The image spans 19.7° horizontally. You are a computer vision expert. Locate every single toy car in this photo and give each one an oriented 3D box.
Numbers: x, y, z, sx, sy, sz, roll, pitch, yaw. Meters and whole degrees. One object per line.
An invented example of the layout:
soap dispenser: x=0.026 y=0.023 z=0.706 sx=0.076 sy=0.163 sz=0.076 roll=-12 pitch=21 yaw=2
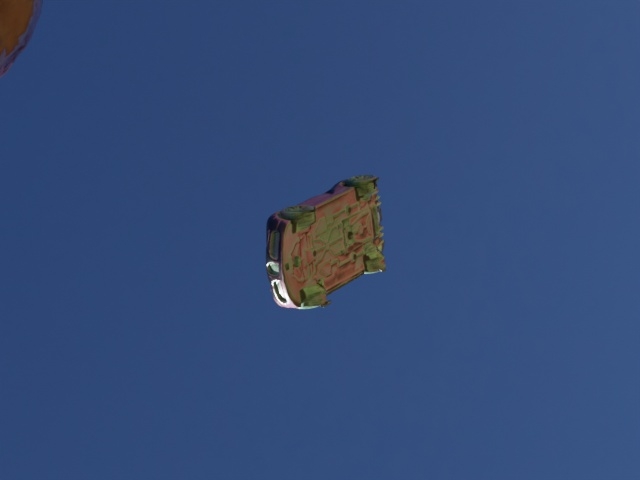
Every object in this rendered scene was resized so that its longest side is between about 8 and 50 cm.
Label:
toy car: x=0.000 y=0.000 z=1.265 sx=0.142 sy=0.055 sz=0.069 roll=-28 pitch=-64 yaw=-54

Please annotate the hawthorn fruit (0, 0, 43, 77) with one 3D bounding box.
hawthorn fruit: x=-0.215 y=-0.146 z=0.745 sx=0.199 sy=0.251 sz=0.199 roll=-14 pitch=-65 yaw=-33
